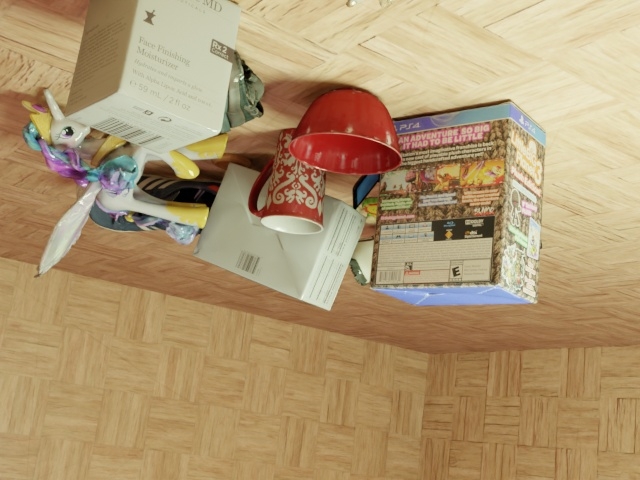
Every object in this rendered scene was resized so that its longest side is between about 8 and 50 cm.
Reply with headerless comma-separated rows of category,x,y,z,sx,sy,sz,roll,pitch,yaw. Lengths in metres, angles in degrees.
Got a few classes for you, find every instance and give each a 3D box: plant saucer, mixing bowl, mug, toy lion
plant saucer,-0.180,-0.156,1.742,0.083,0.013,0.083,7,166,2
mixing bowl,0.043,-0.179,1.371,0.181,0.098,0.181,6,165,2
mug,-0.058,-0.109,1.552,0.150,0.169,0.113,6,166,7
toy lion,0.140,-0.068,1.908,0.100,0.034,0.096,8,158,-4

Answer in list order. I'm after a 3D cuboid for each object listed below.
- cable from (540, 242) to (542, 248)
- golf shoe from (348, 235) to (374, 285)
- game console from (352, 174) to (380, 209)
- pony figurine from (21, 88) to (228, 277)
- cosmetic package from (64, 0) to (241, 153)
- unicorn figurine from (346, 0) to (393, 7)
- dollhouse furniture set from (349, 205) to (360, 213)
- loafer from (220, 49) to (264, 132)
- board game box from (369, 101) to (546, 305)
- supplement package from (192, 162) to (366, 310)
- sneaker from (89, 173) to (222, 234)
cable,0.420,-0.011,1.975,0.150,0.047,0.184,4,169,32
golf shoe,0.145,0.023,2.013,0.120,0.105,0.273,-24,-177,28
game console,0.127,-0.109,1.632,0.124,0.085,0.144,6,166,4
pony figurine,-0.390,-0.106,1.629,0.363,0.303,0.351,14,133,-12
cosmetic package,-0.216,-0.232,1.118,0.151,0.184,0.151,19,162,-38
unicorn figurine,0.031,-0.311,0.970,0.162,0.060,0.111,-4,172,-29
dollhouse furniture set,0.000,0.000,1.922,0.161,0.182,0.101,7,166,2
loafer,-0.122,-0.233,1.304,0.084,0.096,0.267,-11,175,-8
board game box,0.224,-0.050,1.396,0.232,0.291,0.141,-3,163,37
supplement package,-0.080,-0.007,1.698,0.262,0.204,0.145,20,177,27
sneaker,-0.344,-0.073,1.841,0.350,0.131,0.148,-4,-167,7
